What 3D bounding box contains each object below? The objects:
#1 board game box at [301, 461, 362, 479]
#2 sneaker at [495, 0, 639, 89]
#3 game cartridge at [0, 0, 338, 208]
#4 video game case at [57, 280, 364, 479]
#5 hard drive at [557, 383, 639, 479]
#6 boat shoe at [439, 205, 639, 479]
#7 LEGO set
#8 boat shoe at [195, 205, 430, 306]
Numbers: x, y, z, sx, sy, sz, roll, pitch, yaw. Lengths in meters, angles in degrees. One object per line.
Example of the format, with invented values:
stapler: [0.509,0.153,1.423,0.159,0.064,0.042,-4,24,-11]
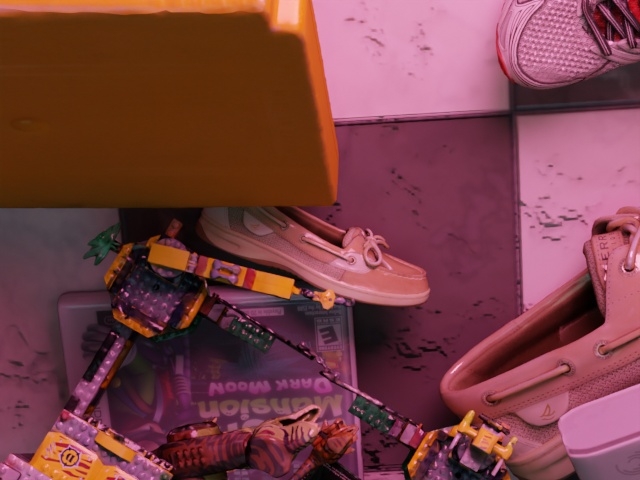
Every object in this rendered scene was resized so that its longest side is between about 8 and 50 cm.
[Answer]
board game box: [0.061,0.264,1.230,0.260,0.030,0.136,38,80,-15]
sneaker: [0.203,-0.154,1.085,0.225,0.093,0.088,-28,110,13]
game cartridge: [-0.158,-0.086,1.036,0.324,0.285,0.052,-1,71,4]
video game case: [-0.070,0.111,1.243,0.190,0.022,0.173,-3,114,2]
hard drive: [0.292,0.178,1.199,0.203,0.040,0.307,-21,134,10]
boat shoe: [0.204,0.031,1.161,0.098,0.109,0.302,42,113,-17]
LEGO set: [-0.044,0.142,1.091,0.331,0.192,0.255,39,85,3]
boat shoe: [0.000,-0.001,1.177,0.153,0.056,0.048,20,103,3]
